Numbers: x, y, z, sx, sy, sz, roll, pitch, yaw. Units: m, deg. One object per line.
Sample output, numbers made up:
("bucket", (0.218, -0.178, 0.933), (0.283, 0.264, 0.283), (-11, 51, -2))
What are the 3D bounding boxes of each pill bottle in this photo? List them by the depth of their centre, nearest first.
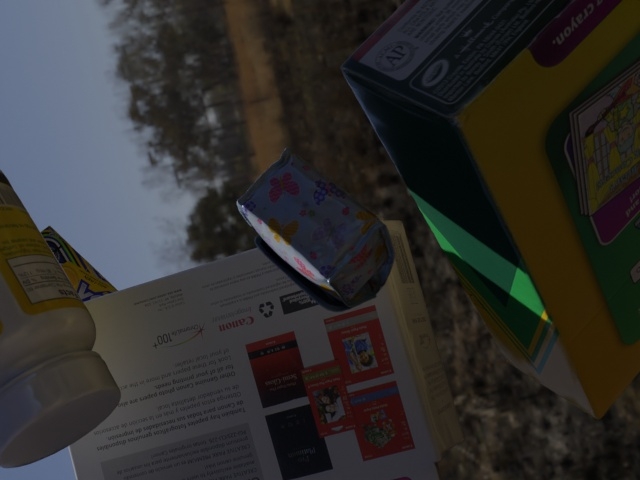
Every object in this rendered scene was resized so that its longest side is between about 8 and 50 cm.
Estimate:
("pill bottle", (-0.241, 0.053, 0.800), (0.208, 0.119, 0.119), (55, 171, 18))

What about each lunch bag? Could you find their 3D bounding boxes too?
("lunch bag", (0.000, 0.000, 0.584), (0.071, 0.053, 0.083), (40, 174, 18))

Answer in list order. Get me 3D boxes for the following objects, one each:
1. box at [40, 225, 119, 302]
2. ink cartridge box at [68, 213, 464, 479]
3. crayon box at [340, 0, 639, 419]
("box", (-0.275, 0.067, 1.246), (0.169, 0.054, 0.059), (43, 142, -1))
("ink cartridge box", (-0.050, 0.151, 0.927), (0.130, 0.310, 0.271), (8, -114, -74))
("crayon box", (0.222, -0.111, 0.708), (0.106, 0.363, 0.313), (33, 164, 43))
